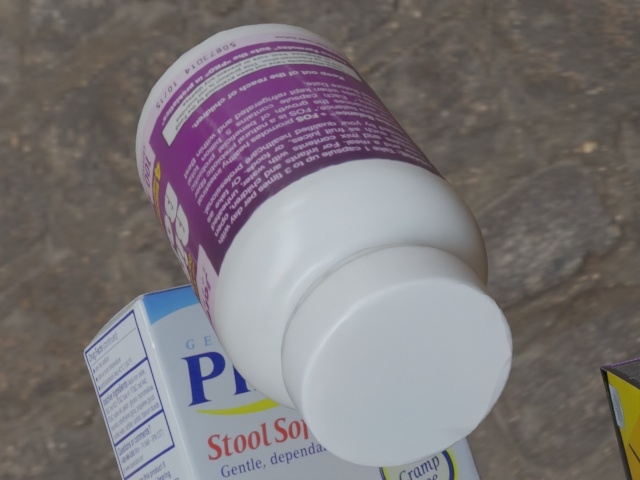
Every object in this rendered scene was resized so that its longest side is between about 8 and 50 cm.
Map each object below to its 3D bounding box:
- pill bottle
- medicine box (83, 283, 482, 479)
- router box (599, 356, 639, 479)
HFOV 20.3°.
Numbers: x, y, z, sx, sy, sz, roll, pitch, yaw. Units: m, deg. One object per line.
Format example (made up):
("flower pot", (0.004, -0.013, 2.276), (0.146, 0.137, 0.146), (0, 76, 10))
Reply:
("pill bottle", (0.000, 0.000, 1.085), (0.169, 0.169, 0.301), (-61, 31, 19))
("medicine box", (-0.026, 0.177, 1.538), (0.149, 0.264, 0.289), (-38, 67, 58))
("router box", (0.228, 0.167, 1.101), (0.046, 0.133, 0.178), (-14, 96, -5))
